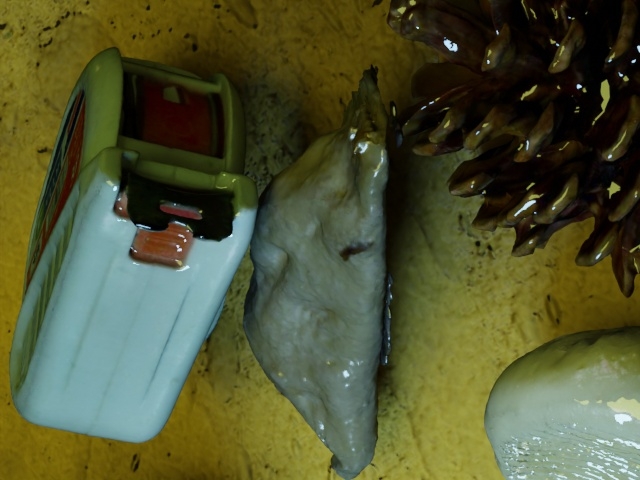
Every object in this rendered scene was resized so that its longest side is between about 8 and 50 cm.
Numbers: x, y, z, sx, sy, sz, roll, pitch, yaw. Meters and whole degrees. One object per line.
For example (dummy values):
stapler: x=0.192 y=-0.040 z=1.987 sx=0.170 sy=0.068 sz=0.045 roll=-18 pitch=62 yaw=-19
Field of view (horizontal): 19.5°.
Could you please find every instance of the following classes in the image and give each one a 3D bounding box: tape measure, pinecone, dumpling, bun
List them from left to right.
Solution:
tape measure: x=-0.117 y=-0.004 z=1.217 sx=0.125 sy=0.246 sz=0.243 roll=15 pitch=130 yaw=-14
dumpling: x=-0.003 y=0.003 z=1.168 sx=0.332 sy=0.086 sz=0.166 roll=97 pitch=164 yaw=-47
pinecone: x=0.136 y=-0.080 z=1.047 sx=0.212 sy=0.168 sz=0.185 roll=23 pitch=91 yaw=7
bun: x=0.191 y=0.110 z=1.102 sx=0.183 sy=0.102 sz=0.183 roll=18 pitch=145 yaw=13
